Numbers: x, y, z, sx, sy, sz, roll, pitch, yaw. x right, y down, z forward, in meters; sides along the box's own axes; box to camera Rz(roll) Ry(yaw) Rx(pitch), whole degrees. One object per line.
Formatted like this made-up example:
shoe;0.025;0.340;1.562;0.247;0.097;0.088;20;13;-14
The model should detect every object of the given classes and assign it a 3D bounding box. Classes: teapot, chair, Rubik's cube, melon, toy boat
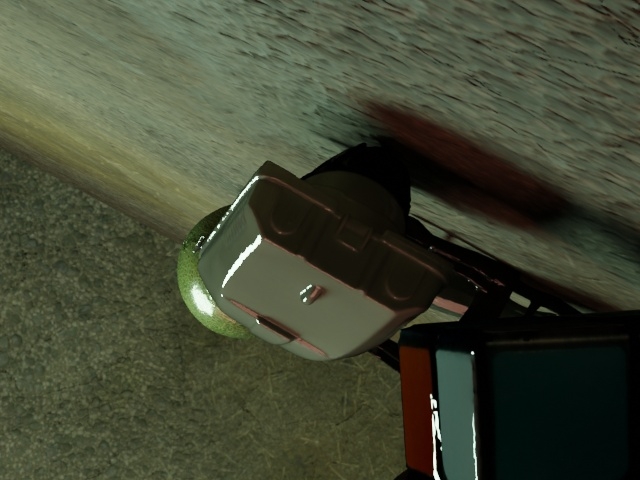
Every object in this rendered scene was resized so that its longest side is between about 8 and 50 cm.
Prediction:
teapot;0.137;0.054;1.438;0.111;0.042;0.043;25;174;16
chair;0.136;0.082;1.334;0.229;0.106;0.113;29;175;5
Rubik's cube;0.151;0.130;0.993;0.183;0.180;0.167;-5;180;-13
melon;-0.077;0.031;1.830;0.139;0.139;0.192;29;180;-11
toy boat;-0.002;0.005;1.145;0.141;0.140;0.269;29;174;-6

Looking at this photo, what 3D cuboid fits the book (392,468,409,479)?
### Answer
book;0.175;0.173;1.300;0.201;0.289;0.026;24;136;45
